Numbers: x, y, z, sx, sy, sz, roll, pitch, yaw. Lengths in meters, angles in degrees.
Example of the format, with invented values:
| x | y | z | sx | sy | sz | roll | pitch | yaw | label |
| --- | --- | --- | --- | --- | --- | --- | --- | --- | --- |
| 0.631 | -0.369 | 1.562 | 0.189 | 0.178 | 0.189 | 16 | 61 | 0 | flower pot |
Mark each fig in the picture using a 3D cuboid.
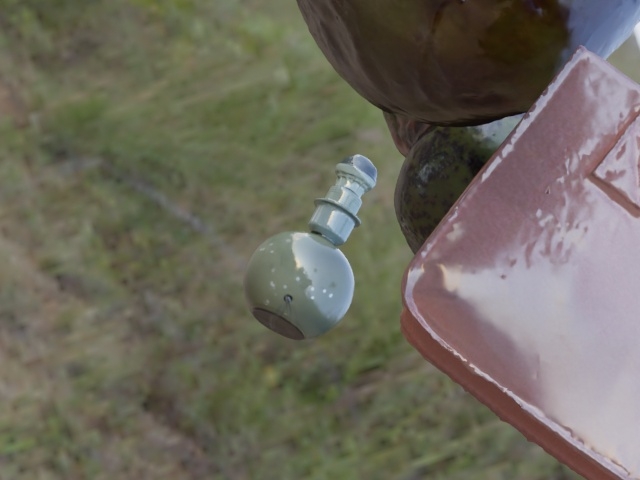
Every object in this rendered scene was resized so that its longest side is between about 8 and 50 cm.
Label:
| x | y | z | sx | sy | sz | roll | pitch | yaw | label |
| --- | --- | --- | --- | --- | --- | --- | --- | --- | --- |
| 0.044 | -0.217 | 0.997 | 0.321 | 0.217 | 0.217 | 52 | -1 | -13 | fig |

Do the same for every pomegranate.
| x | y | z | sx | sy | sz | roll | pitch | yaw | label |
| --- | --- | --- | --- | --- | --- | --- | --- | --- | --- |
| 0.101 | -0.048 | 1.226 | 0.163 | 0.138 | 0.125 | 56 | -24 | 5 | pomegranate |

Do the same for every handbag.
| x | y | z | sx | sy | sz | roll | pitch | yaw | label |
| --- | --- | --- | --- | --- | --- | --- | --- | --- | --- |
| 0.153 | 0.032 | 0.829 | 0.212 | 0.157 | 0.059 | 37 | -13 | 11 | handbag |

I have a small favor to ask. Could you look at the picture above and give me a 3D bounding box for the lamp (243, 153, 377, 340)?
| x | y | z | sx | sy | sz | roll | pitch | yaw | label |
| --- | --- | --- | --- | --- | --- | --- | --- | --- | --- |
| 0.000 | 0.000 | 1.636 | 0.091 | 0.091 | 0.163 | 89 | 26 | -70 | lamp |
